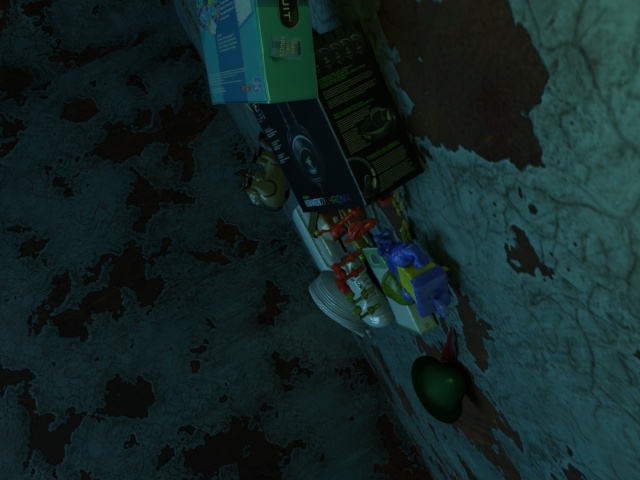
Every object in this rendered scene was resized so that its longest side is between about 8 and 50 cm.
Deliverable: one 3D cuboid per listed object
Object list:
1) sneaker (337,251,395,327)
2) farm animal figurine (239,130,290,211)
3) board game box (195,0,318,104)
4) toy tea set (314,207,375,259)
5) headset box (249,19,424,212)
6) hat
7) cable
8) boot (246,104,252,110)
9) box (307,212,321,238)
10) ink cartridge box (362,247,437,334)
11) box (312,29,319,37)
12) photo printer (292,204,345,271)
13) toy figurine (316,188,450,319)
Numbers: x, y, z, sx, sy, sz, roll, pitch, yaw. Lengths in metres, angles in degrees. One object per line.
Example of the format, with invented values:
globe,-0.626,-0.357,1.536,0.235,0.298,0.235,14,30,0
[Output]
sneaker,0.132,0.145,1.576,0.169,0.108,0.292,63,174,-31
farm animal figurine,-0.105,-0.235,1.441,0.172,0.326,0.330,21,-174,-15
board game box,-0.109,-0.369,0.693,0.254,0.079,0.336,26,126,58
toy tea set,0.034,-0.083,1.343,0.200,0.124,0.336,54,169,47
headset box,0.008,-0.205,0.854,0.246,0.131,0.283,2,121,63
hat,0.332,0.319,1.159,0.208,0.183,0.173,9,-129,-42
cable,0.084,0.209,1.740,0.257,0.089,0.257,27,-160,-21
boot,-0.237,-0.536,1.737,0.165,0.077,0.213,48,162,53
box,-0.011,-0.099,1.578,0.201,0.021,0.164,-130,49,-79
ink cartridge box,0.195,0.114,1.242,0.235,0.056,0.171,65,172,-1
box,-0.032,-0.370,1.040,0.220,0.051,0.175,56,170,39
photo printer,0.000,0.000,1.934,0.307,0.107,0.256,62,172,1
toy figurine,0.161,0.096,0.949,0.217,0.191,0.362,49,167,41
